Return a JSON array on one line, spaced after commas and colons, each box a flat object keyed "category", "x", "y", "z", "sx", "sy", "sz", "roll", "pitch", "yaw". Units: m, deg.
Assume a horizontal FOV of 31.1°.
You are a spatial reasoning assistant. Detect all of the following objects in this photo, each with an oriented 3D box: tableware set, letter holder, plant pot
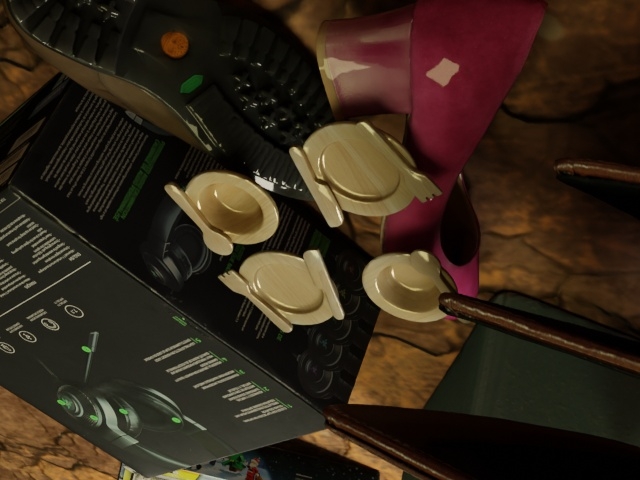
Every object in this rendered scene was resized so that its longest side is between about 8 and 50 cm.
[{"category": "tableware set", "x": 0.000, "y": 0.000, "z": 0.644, "sx": 0.169, "sy": 0.020, "sz": 0.141, "roll": -10, "pitch": 130, "yaw": 32}, {"category": "letter holder", "x": 0.177, "y": 0.063, "z": 0.564, "sx": 0.214, "sy": 0.152, "sz": 0.302, "roll": 17, "pitch": -179, "yaw": 44}, {"category": "plant pot", "x": 0.172, "y": 0.234, "z": 0.802, "sx": 0.247, "sy": 0.252, "sz": 0.248, "roll": 22, "pitch": 145, "yaw": 2}]

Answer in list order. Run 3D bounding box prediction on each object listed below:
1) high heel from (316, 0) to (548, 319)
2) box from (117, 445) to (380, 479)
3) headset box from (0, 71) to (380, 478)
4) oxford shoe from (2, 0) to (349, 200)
[{"category": "high heel", "x": 0.088, "y": -0.038, "z": 0.649, "sx": 0.117, "sy": 0.082, "sz": 0.244, "roll": -3, "pitch": 133, "yaw": 21}, {"category": "box", "x": -0.077, "y": 0.242, "z": 1.096, "sx": 0.233, "sy": 0.044, "sz": 0.159, "roll": 15, "pitch": 146, "yaw": -6}, {"category": "headset box", "x": -0.127, "y": 0.038, "z": 0.808, "sx": 0.283, "sy": 0.131, "sz": 0.246, "roll": 38, "pitch": 142, "yaw": -22}, {"category": "oxford shoe", "x": -0.078, "y": -0.098, "z": 0.664, "sx": 0.227, "sy": 0.082, "sz": 0.096, "roll": 33, "pitch": 170, "yaw": -22}]
